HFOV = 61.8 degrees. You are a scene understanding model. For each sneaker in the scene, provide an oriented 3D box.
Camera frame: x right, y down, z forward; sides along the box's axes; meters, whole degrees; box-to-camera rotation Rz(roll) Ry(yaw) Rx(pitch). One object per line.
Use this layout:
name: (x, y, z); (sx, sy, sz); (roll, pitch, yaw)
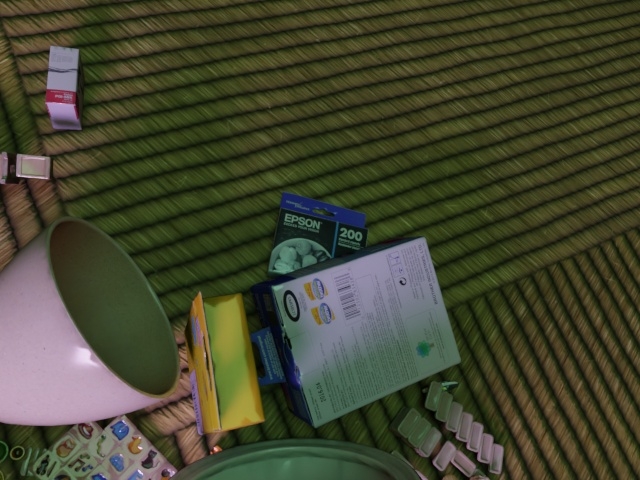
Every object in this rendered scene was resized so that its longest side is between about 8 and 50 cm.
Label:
sneaker: (0.256, 0.321, 1.140); (0.083, 0.031, 0.035); (-10, 80, -11)

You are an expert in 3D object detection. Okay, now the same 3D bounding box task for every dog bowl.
dog bowl: (-0.043, 0.447, 0.815); (0.408, 0.408, 0.150); (-1, 89, -18)

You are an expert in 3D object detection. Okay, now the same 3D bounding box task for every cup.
cup: (-0.418, 0.160, 0.861); (0.237, 0.331, 0.331); (-30, 80, 2)

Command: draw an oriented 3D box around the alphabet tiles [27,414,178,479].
alphabet tiles: (-0.363, 0.423, 0.907); (0.237, 0.009, 0.198); (48, 65, -3)

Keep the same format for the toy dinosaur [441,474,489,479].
toy dinosaur: (0.255, 0.508, 1.043); (0.183, 0.053, 0.092); (0, 62, -28)

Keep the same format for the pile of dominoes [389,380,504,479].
pile of dominoes: (0.257, 0.439, 1.100); (0.251, 0.040, 0.196); (44, 67, -6)

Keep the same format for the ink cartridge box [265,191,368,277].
ink cartridge box: (0.000, 0.000, 1.169); (0.206, 0.045, 0.208); (14, 66, -12)

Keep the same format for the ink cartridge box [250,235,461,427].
ink cartridge box: (0.041, 0.170, 1.030); (0.396, 0.151, 0.269); (-17, 92, -24)

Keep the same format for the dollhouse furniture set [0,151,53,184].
dollhouse furniture set: (-0.603, -0.085, 1.008); (0.182, 0.101, 0.160); (5, 94, -16)

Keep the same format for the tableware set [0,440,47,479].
tableware set: (-0.517, 0.410, 0.869); (0.104, 0.024, 0.154); (12, 68, -12)

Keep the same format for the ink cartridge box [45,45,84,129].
ink cartridge box: (-0.519, -0.310, 1.091); (0.056, 0.099, 0.135); (1, 71, -17)

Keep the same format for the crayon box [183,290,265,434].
crayon box: (-0.166, 0.212, 0.887); (0.081, 0.318, 0.202); (-7, 73, -19)

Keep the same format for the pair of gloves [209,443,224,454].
pair of gloves: (-0.187, 0.424, 0.973); (0.074, 0.010, 0.083); (42, 67, 0)
